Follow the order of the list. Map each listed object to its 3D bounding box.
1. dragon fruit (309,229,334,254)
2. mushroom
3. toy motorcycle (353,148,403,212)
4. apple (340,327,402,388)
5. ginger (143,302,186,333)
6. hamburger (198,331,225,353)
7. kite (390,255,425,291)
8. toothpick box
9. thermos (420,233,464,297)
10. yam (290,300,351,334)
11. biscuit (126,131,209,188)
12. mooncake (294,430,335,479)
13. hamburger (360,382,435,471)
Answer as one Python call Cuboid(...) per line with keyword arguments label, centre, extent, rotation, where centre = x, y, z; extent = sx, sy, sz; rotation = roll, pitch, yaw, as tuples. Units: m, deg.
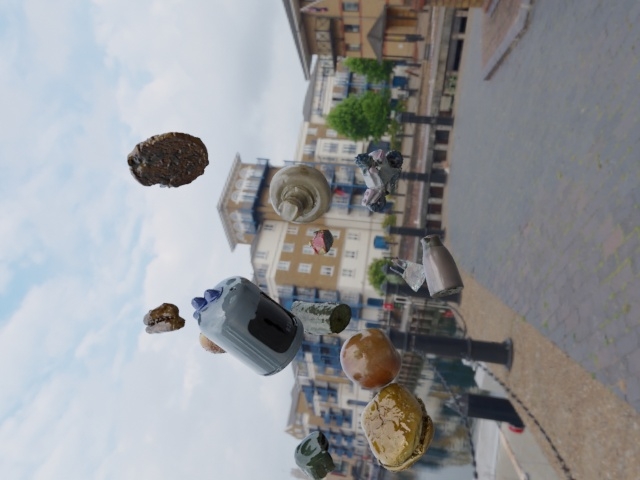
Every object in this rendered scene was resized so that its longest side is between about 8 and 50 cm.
Cuboid(label="dragon fruit", centre=(0.000, 0.000, 1.364), extent=(0.060, 0.056, 0.083), rotation=(63, -147, -26))
Cuboid(label="mushroom", centre=(-0.065, -0.149, 1.519), extent=(0.209, 0.206, 0.206), rotation=(-140, 56, -84))
Cuboid(label="toy motorcycle", centre=(0.190, -0.241, 1.726), extent=(0.108, 0.204, 0.239), rotation=(-9, 64, 57))
Cuboid(label="apple", centre=(0.212, 0.477, 1.911), extent=(0.253, 0.254, 0.253), rotation=(6, -90, -82))
Cuboid(label="ginger", centre=(-0.550, 0.272, 1.616), extent=(0.073, 0.162, 0.103), rotation=(-50, -58, -71))
Cuboid(label="hamburger", centre=(-0.458, 0.441, 2.198), extent=(0.147, 0.237, 0.237), rotation=(-117, 21, -49))
Cuboid(label="kite", centre=(0.404, 0.145, 2.216), extent=(0.229, 0.016, 0.127), rotation=(29, 102, 51))
Cuboid(label="toothpick box", centre=(-0.260, 0.274, 1.569), extent=(0.355, 0.263, 0.263), rotation=(44, -142, -28))
Cuboid(label="thermos", centre=(0.382, 0.075, 1.491), extent=(0.137, 0.105, 0.193), rotation=(8, -120, -43))
Cuboid(label="yam", centre=(-0.009, 0.326, 1.979), extent=(0.154, 0.254, 0.154), rotation=(1, -92, -53))
Cuboid(label="biscuit", centre=(-0.643, -0.343, 1.997), extent=(0.289, 0.334, 0.081), rotation=(75, 175, -55))
Cuboid(label="mooncake", centre=(-0.013, 0.824, 1.804), extent=(0.104, 0.168, 0.175), rotation=(53, -148, -18))
Cuboid(label="hamburger", centre=(0.284, 0.717, 1.797), extent=(0.318, 0.158, 0.318), rotation=(-41, 30, 30))
